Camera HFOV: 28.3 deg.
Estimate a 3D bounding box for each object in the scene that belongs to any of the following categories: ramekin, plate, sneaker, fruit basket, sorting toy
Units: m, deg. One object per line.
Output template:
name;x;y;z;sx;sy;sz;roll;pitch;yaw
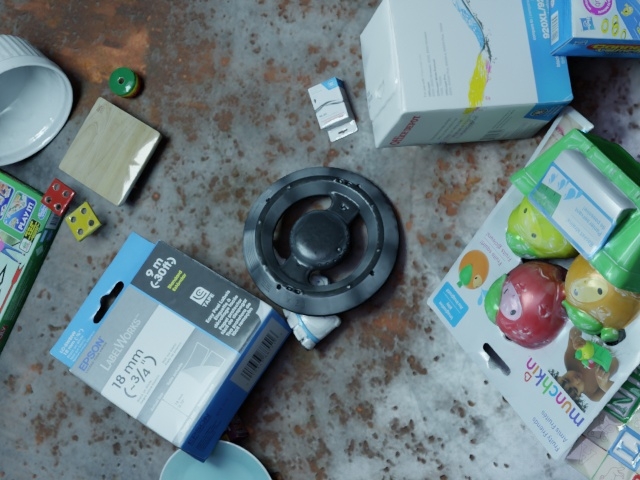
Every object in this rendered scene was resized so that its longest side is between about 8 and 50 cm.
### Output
ramekin;-0.512;-0.232;2.029;0.207;0.207;0.109;-48;61;11
plate;-0.150;0.380;1.887;0.188;0.024;0.188;4;105;14
sneaker;-0.032;0.064;1.878;0.083;0.071;0.191;-31;76;3
fruit basket;0.310;0.047;1.654;0.353;0.165;0.327;-52;48;17
sorting toy;-0.331;-0.130;2.020;0.132;0.046;0.274;31;92;22

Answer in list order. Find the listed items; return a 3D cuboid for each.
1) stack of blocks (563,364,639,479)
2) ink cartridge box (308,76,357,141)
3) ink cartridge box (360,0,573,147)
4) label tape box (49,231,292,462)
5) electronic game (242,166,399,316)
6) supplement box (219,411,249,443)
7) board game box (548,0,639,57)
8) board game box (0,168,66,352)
stack of blocks;0.470;0.209;1.637;0.171;0.087;0.297;35;98;22
ink cartridge box;0.019;-0.195;1.896;0.048;0.028;0.083;-23;77;19
ink cartridge box;0.189;-0.231;1.701;0.232;0.171;0.168;-5;79;-11
label tape box;-0.247;0.137;1.888;0.333;0.106;0.241;29;80;26
electronic game;0.000;0.000;1.845;0.229;0.048;0.229;-1;71;4
supplement box;-0.154;0.271;1.911;0.055;0.043;0.083;-33;74;15
board game box;0.447;-0.391;1.632;0.302;0.086;0.308;0;84;-9
board game box;-0.573;0.039;2.106;0.213;0.046;0.317;27;95;22
